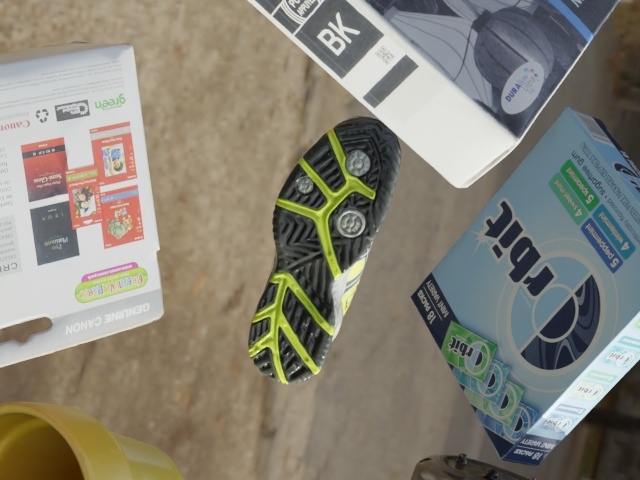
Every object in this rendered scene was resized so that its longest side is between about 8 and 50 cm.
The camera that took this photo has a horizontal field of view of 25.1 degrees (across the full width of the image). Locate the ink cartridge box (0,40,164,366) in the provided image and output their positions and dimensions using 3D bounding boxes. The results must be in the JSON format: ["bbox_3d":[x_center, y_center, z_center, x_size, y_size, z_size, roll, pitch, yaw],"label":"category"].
[{"bbox_3d":[-0.317,-0.027,1.321,0.309,0.130,0.271,-15,106,-33],"label":"ink cartridge box"}]

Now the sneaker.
[{"bbox_3d":[0.000,0.000,1.942,0.147,0.145,0.384,-62,176,-71],"label":"sneaker"}]

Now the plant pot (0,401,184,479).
[{"bbox_3d":[-0.289,0.317,1.686,0.239,0.254,0.254,12,91,-59],"label":"plant pot"}]

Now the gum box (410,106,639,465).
[{"bbox_3d":[0.155,0.031,0.960,0.184,0.041,0.157,-52,-137,26],"label":"gum box"}]

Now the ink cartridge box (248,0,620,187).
[{"bbox_3d":[-0.002,-0.194,0.704,0.165,0.333,0.065,-53,-174,-33],"label":"ink cartridge box"}]

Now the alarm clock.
[{"bbox_3d":[0.129,0.192,0.990,0.192,0.129,0.064,21,91,-60],"label":"alarm clock"}]
